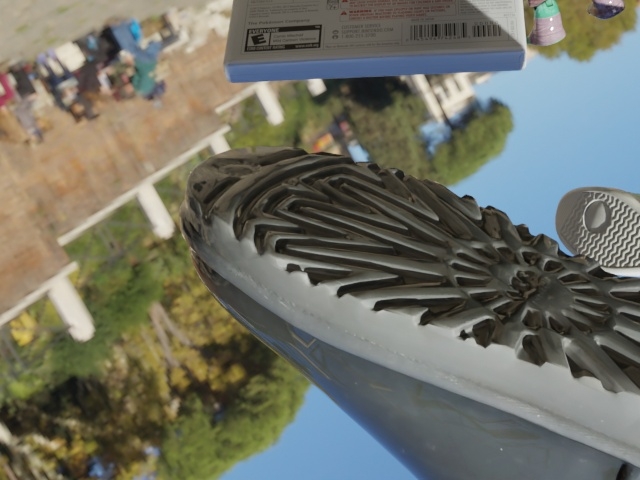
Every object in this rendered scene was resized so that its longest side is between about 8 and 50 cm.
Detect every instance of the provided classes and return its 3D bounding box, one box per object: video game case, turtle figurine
[{"bbox_3d":[0.065,-0.302,1.283,0.329,0.036,0.300,-2,-128,7],"label":"video game case"},{"bbox_3d":[0.245,-0.339,1.203,0.175,0.234,0.118,-16,-156,19],"label":"turtle figurine"}]

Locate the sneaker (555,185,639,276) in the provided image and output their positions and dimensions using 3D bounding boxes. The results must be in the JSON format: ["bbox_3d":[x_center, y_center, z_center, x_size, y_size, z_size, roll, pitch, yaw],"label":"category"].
[{"bbox_3d":[0.399,0.003,1.251,0.151,0.094,0.256,6,-171,-44],"label":"sneaker"}]

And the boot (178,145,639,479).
[{"bbox_3d":[0.047,0.209,0.625,0.367,0.445,0.146,25,-149,20],"label":"boot"}]
